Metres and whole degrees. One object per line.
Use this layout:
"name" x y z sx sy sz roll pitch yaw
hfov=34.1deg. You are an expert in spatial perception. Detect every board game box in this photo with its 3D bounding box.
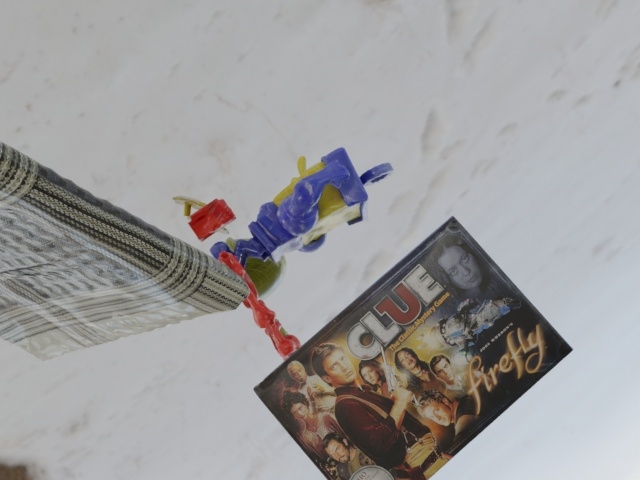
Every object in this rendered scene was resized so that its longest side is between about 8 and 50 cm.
"board game box" 0.082 0.118 0.951 0.243 0.165 0.042 -41 173 -4

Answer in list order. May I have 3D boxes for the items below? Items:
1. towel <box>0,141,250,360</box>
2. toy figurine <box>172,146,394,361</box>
"towel" -0.276 0.016 0.853 0.324 0.056 0.312 -12 149 38
"toy figurine" 0.000 0.000 1.150 0.217 0.191 0.362 -34 168 -4
